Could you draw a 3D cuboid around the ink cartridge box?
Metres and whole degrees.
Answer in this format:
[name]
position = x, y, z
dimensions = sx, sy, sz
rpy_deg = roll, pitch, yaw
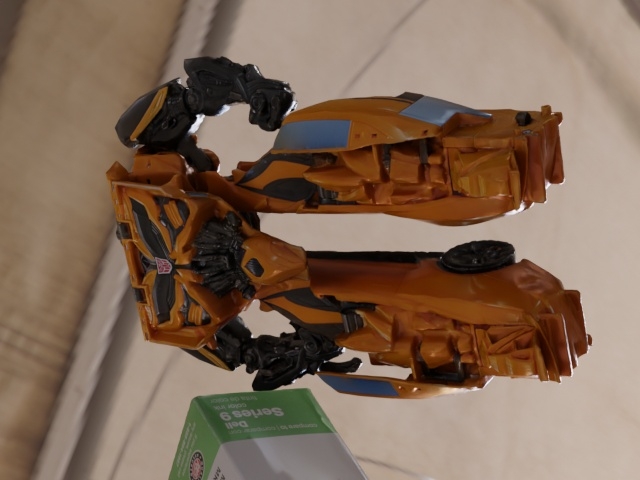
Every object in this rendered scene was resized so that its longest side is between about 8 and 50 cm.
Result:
[ink cartridge box]
position = -0.019, 0.215, 1.068
dimensions = 0.212, 0.093, 0.154
rpy_deg = 52, -47, 45

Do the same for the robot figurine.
[robot figurine]
position = 0.000, 0.000, 0.990
dimensions = 0.291, 0.085, 0.211
rpy_deg = 1, -66, 29
